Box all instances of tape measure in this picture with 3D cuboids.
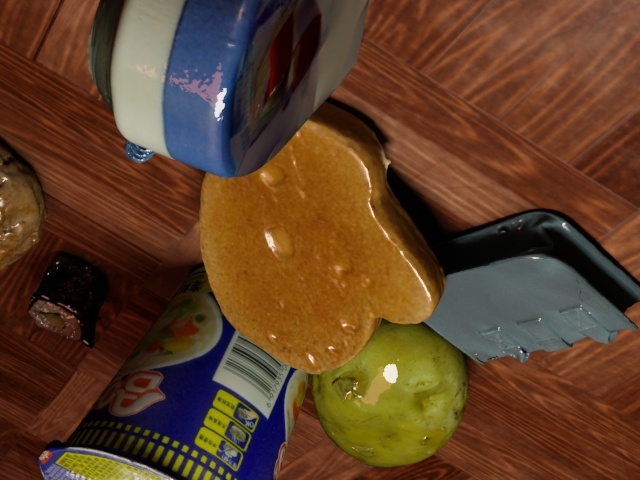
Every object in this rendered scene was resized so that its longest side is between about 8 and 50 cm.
[{"bbox_3d":[-0.075,-0.187,1.309,0.138,0.262,0.259,27,149,16],"label":"tape measure"}]

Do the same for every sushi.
[{"bbox_3d":[-0.323,0.077,2.017,0.098,0.084,0.094,23,145,-5],"label":"sushi"}]

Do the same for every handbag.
[{"bbox_3d":[0.213,0.058,1.644,0.179,0.062,0.229,38,146,-25],"label":"handbag"}]

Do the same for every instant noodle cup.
[{"bbox_3d":[-0.141,0.201,1.854,0.284,0.312,0.284,19,148,13],"label":"instant noodle cup"}]

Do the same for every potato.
[{"bbox_3d":[0.081,0.164,1.811,0.186,0.149,0.253,9,142,-11],"label":"potato"}]

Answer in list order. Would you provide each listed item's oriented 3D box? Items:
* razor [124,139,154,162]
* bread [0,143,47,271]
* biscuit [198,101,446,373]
[{"bbox_3d":[-0.154,-0.144,1.614,0.082,0.042,0.253,32,149,-11],"label":"razor"},{"bbox_3d":[-0.446,-0.047,1.886,0.230,0.123,0.230,20,150,12],"label":"bread"},{"bbox_3d":[0.001,-0.001,1.635,0.287,0.057,0.344,18,131,22],"label":"biscuit"}]
